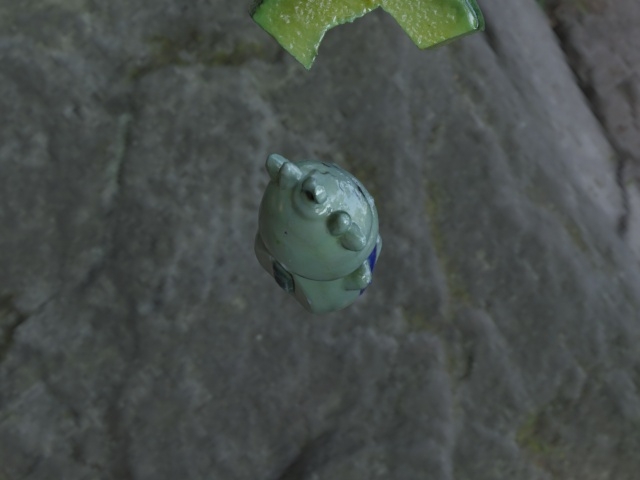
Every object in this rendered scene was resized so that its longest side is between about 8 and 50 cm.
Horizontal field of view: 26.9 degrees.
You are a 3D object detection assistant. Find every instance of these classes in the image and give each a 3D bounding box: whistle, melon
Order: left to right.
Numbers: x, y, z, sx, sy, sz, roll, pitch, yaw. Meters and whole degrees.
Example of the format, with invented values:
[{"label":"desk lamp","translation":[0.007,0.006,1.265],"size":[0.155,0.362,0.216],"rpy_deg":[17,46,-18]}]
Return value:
[{"label":"whistle","translation":[0.000,0.000,1.047],"size":[0.110,0.092,0.244],"rpy_deg":[42,-13,15]},{"label":"melon","translation":[0.039,-0.216,1.218],"size":[0.064,0.209,0.118],"rpy_deg":[-90,165,-80]}]
